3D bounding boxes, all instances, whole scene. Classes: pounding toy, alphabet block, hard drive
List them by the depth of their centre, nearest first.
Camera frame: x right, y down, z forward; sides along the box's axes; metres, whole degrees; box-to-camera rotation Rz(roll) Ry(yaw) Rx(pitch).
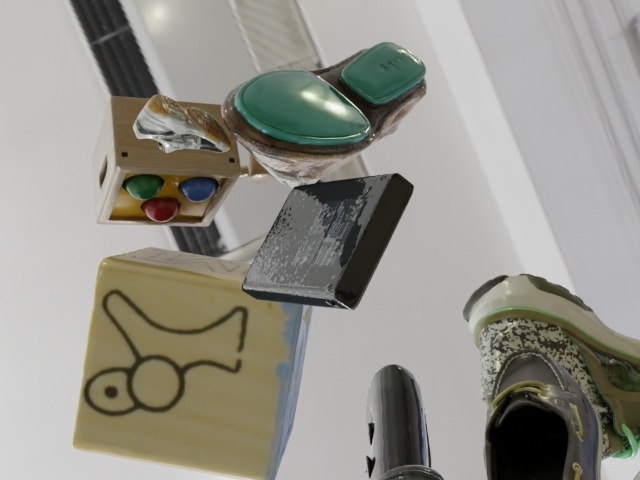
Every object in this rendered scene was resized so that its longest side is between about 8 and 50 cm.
[{"bbox_3d":[0.000,0.000,0.589,0.022,0.135,0.094,35,-107,-26],"label":"hard drive"},{"bbox_3d":[-0.118,0.118,0.863,0.197,0.193,0.193,10,-88,3],"label":"alphabet block"},{"bbox_3d":[-0.139,-0.062,0.922,0.206,0.181,0.094,1,-115,-24],"label":"pounding toy"}]

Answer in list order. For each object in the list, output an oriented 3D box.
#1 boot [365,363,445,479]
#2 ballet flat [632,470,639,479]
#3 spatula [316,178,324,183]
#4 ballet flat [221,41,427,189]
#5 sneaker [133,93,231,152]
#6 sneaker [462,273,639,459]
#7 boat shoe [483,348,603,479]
[{"bbox_3d":[0.135,0.356,1.341,0.445,0.146,0.367,-77,-9,-58],"label":"boot"},{"bbox_3d":[0.209,0.176,0.403,0.052,0.057,0.168,-28,-93,-55],"label":"ballet flat"},{"bbox_3d":[0.013,-0.058,1.288,0.296,0.030,0.084,31,-128,-79],"label":"spatula"},{"bbox_3d":[0.005,-0.103,0.779,0.107,0.106,0.316,44,-144,13],"label":"ballet flat"},{"bbox_3d":[-0.105,-0.081,0.633,0.083,0.037,0.032,22,-147,-47],"label":"sneaker"},{"bbox_3d":[0.346,0.208,1.001,0.410,0.158,0.182,25,-130,-3],"label":"sneaker"},{"bbox_3d":[0.158,0.143,0.604,0.069,0.081,0.228,59,-161,-23],"label":"boat shoe"}]
